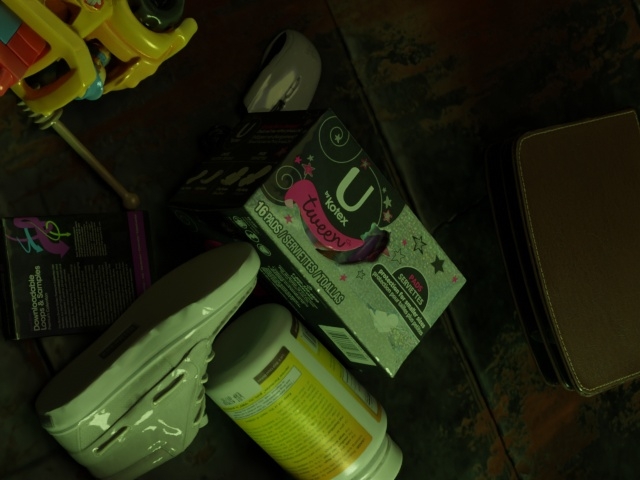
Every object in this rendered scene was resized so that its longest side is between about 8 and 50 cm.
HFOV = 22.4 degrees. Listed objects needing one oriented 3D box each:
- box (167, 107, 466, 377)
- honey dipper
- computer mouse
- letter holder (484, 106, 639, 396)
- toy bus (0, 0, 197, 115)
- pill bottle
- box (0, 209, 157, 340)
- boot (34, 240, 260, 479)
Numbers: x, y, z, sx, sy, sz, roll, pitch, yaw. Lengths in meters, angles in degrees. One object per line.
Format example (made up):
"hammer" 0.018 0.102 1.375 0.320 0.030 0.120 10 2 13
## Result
"box" 0.000 0.000 1.626 0.247 0.163 0.142 49 67 -25
"honey dipper" -0.232 -0.086 1.571 0.160 0.030 0.030 49 56 -24
"computer mouse" -0.047 -0.150 1.717 0.106 0.042 0.193 39 60 -25
"letter holder" 0.279 0.020 1.873 0.214 0.152 0.301 -16 91 -37
"toy bus" -0.248 -0.193 1.480 0.220 0.149 0.211 43 48 -26
"pill bottle" -0.014 0.172 1.633 0.215 0.117 0.117 47 57 -21
"box" -0.231 0.032 1.547 0.162 0.029 0.116 -3 84 -40
"boot" -0.139 0.121 1.539 0.258 0.095 0.123 -40 117 -9
